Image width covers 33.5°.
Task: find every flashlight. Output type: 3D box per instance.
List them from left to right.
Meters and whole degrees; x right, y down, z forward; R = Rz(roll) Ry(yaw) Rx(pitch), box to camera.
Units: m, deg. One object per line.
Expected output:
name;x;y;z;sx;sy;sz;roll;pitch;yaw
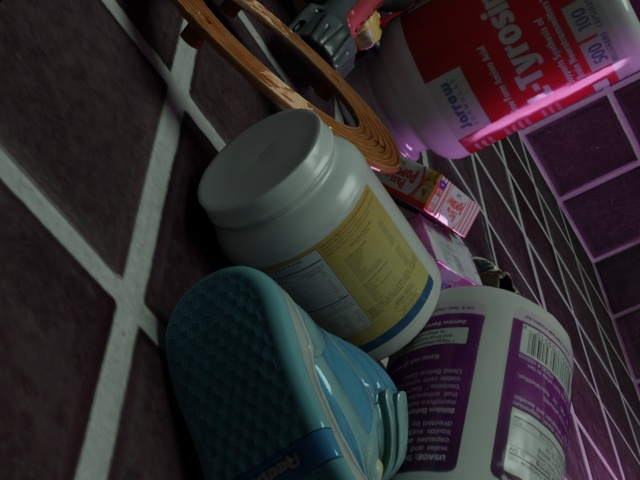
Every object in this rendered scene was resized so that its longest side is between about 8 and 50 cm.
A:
flashlight;0.054;-0.300;1.408;0.103;0.103;0.304;87;26;-42

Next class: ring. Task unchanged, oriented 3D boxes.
ring;-0.050;-0.179;1.066;0.336;0.032;0.336;39;16;-13

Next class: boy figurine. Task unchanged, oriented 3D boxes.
boy figurine;0.071;-0.366;1.723;0.285;0.092;0.177;64;17;-14

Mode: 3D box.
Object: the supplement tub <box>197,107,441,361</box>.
supplement tub;0.000;0.000;0.921;0.200;0.144;0.144;53;21;-31

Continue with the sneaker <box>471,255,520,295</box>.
sneaker;0.254;0.126;1.594;0.275;0.107;0.110;58;-1;-34

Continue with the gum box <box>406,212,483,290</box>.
gum box;0.106;0.036;1.235;0.188;0.107;0.062;28;39;-62

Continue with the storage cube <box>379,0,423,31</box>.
storage cube;0.244;-0.371;2.031;0.183;0.215;0.193;-42;111;-72

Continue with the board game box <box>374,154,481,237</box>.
board game box;0.073;-0.076;1.218;0.193;0.045;0.147;28;1;29

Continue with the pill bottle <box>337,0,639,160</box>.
pill bottle;0.234;-0.258;1.510;0.229;0.407;0.229;53;20;-29

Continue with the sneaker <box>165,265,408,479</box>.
sneaker;0.013;0.182;0.744;0.208;0.127;0.319;34;35;-55

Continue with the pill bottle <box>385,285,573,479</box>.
pill bottle;0.120;0.198;0.898;0.169;0.169;0.301;53;37;-31

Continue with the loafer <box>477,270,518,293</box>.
loafer;0.232;0.177;1.356;0.134;0.130;0.366;41;28;-50

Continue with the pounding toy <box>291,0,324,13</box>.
pounding toy;-0.028;-0.369;1.471;0.130;0.100;0.141;63;13;-57
